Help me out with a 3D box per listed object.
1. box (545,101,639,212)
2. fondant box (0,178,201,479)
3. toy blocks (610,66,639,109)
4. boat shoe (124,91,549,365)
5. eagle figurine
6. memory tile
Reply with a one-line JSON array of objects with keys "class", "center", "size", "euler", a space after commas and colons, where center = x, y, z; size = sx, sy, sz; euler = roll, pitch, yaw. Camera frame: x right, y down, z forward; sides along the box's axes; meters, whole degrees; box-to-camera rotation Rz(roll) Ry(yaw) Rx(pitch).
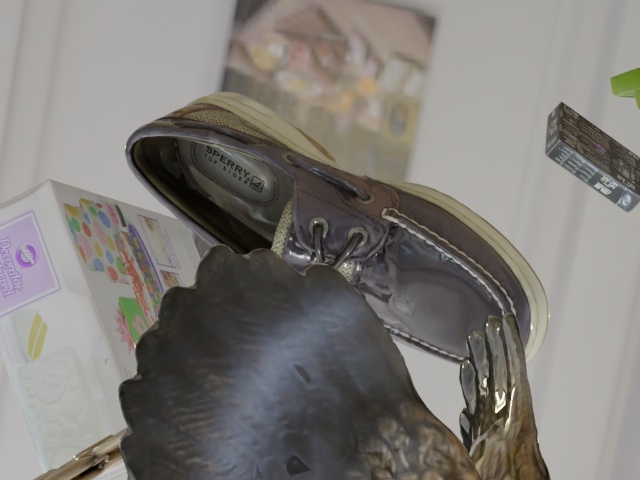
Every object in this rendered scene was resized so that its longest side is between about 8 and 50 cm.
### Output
[{"class": "box", "center": [0.215, -0.066, 1.146], "size": [0.083, 0.018, 0.067], "euler": [33, -148, -11]}, {"class": "fondant box", "center": [-0.174, 0.090, 1.316], "size": [0.096, 0.238, 0.330], "euler": [-24, 169, 10]}, {"class": "toy blocks", "center": [0.337, -0.008, 0.680], "size": [0.381, 0.261, 0.190], "euler": [-16, 175, 33]}, {"class": "boat shoe", "center": [0.000, 0.000, 0.872], "size": [0.285, 0.103, 0.092], "euler": [34, -147, 26]}, {"class": "eagle figurine", "center": [0.082, 0.144, 0.512], "size": [0.225, 0.226, 0.298], "euler": [-33, -134, -31]}, {"class": "memory tile", "center": [-0.123, 0.111, 0.659], "size": [0.148, 0.012, 0.113], "euler": [-30, 179, 4]}]
